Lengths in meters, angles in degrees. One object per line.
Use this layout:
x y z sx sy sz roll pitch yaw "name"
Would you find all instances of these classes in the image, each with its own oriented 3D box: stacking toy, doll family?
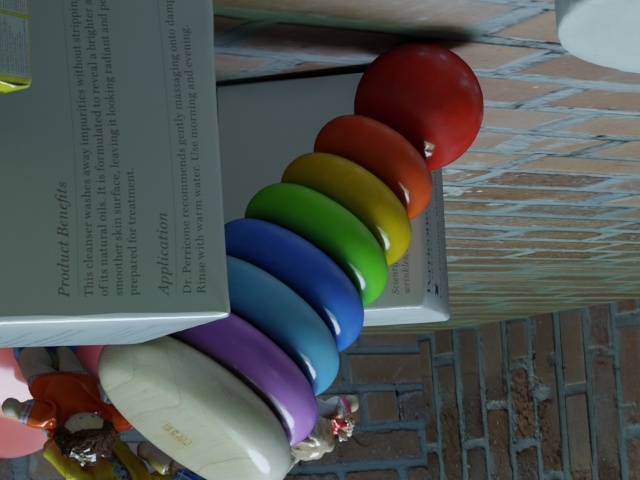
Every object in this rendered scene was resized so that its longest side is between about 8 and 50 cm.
0.000 0.000 1.137 0.141 0.330 0.141 29 155 15 "stacking toy"
-0.103 0.153 1.220 0.263 0.118 0.163 2 -152 -26 "doll family"

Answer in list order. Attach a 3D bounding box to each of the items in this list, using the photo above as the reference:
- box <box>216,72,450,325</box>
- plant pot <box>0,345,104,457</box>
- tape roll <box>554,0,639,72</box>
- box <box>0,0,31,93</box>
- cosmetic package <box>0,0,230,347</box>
-0.002 -0.026 1.296 0.182 0.181 0.119 -4 173 15 "box"
-0.319 0.019 1.289 0.275 0.275 0.243 -11 161 44 "plant pot"
0.242 -0.152 0.765 0.286 0.100 0.286 -3 173 0 "tape roll"
-0.207 -0.124 0.748 0.043 0.105 0.179 -10 170 36 "box"
-0.253 -0.048 0.903 0.385 0.217 0.156 1 171 -22 "cosmetic package"
